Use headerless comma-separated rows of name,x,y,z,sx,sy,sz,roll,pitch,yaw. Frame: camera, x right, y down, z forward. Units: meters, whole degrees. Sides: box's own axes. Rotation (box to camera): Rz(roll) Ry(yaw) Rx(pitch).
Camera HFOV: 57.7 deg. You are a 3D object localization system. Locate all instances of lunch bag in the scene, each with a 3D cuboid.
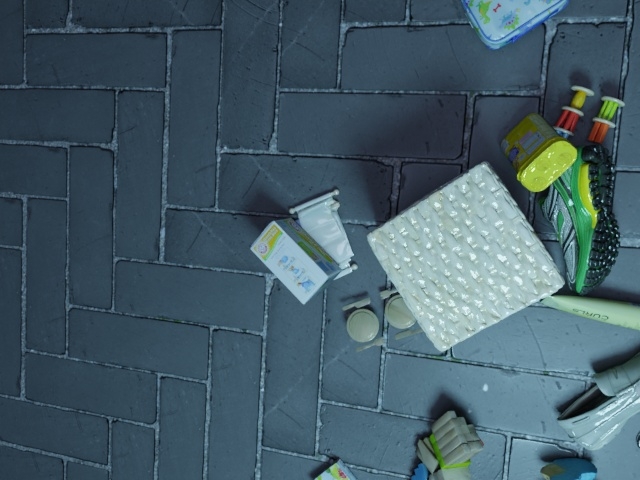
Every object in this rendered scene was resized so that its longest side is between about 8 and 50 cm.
lunch bag,0.442,-0.554,1.321,0.219,0.090,0.176,-32,85,17

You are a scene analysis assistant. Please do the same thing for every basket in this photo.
basket,0.324,0.034,1.321,0.328,0.266,0.331,-33,87,16

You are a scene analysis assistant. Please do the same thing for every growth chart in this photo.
growth chart,0.000,0.000,1.541,0.172,0.021,0.237,-16,90,18

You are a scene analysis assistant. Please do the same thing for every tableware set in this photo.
tableware set,0.162,0.202,1.500,0.194,0.039,0.128,-21,73,12

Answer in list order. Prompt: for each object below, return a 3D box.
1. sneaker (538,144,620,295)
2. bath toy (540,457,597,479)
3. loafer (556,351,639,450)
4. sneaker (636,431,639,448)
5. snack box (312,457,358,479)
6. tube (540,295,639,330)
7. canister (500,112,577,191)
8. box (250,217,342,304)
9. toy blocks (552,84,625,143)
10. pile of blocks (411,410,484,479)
sneaker,0.585,-0.043,1.324,0.146,0.134,0.343,6,106,53
bath toy,0.615,0.702,1.362,0.151,0.129,0.348,-14,91,17
loafer,0.676,0.339,1.319,0.111,0.112,0.319,36,105,2
sneaker,0.776,0.446,1.334,0.040,0.044,0.109,46,107,6
snack box,0.058,0.679,1.576,0.100,0.037,0.141,-44,82,17
tube,0.637,0.159,1.335,0.240,0.062,0.070,11,125,12
canister,0.479,-0.201,1.292,0.073,0.170,0.126,32,117,-21
box,-0.062,0.048,1.495,0.203,0.114,0.103,45,109,10
toy blocks,0.598,-0.261,1.318,0.123,0.054,0.148,25,102,14
pile of blocks,0.317,0.591,1.469,0.112,0.149,0.362,6,111,-27
